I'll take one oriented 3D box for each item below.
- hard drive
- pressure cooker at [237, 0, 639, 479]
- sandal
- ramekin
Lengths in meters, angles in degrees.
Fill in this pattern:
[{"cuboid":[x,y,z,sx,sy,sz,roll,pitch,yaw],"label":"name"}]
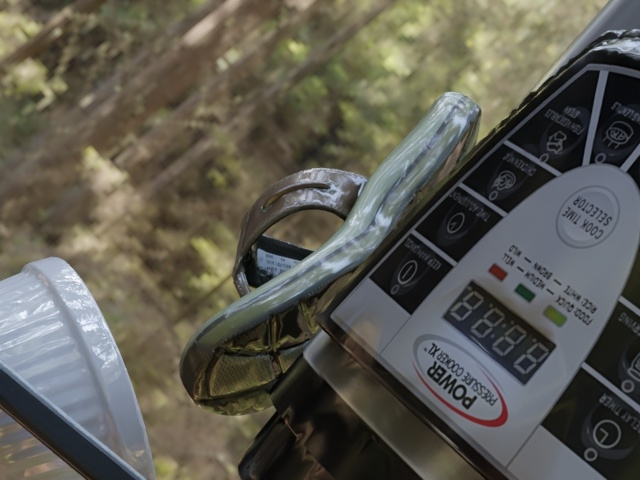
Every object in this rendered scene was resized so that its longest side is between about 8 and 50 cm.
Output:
[{"cuboid":[-0.157,0.114,0.974,0.135,0.022,0.094,38,-12,9],"label":"hard drive"},{"cuboid":[0.173,0.120,0.749,0.375,0.420,0.370,41,1,2],"label":"pressure cooker"},{"cuboid":[0.000,0.000,1.019,0.086,0.303,0.120,32,-43,13],"label":"sandal"},{"cuboid":[-0.202,0.124,1.126,0.207,0.109,0.207,50,-31,44],"label":"ramekin"}]
